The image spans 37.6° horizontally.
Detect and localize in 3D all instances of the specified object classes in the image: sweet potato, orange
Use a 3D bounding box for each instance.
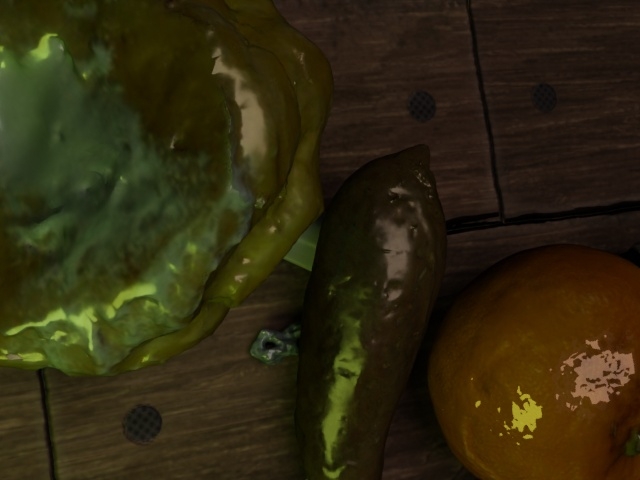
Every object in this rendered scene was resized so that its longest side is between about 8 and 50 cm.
[{"bbox_3d":[0.040,0.115,0.898,0.131,0.130,0.422,6,95,-22],"label":"sweet potato"},{"bbox_3d":[0.232,0.129,0.928,0.261,0.261,0.260,2,84,-23],"label":"orange"}]

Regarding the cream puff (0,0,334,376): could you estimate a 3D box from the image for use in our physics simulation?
[{"bbox_3d":[-0.159,-0.083,0.773,0.379,0.275,0.378,0,88,15],"label":"cream puff"}]

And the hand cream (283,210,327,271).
[{"bbox_3d":[0.000,0.000,0.959,0.255,0.048,0.079,22,82,-22],"label":"hand cream"}]

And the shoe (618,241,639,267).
[{"bbox_3d":[0.371,0.106,1.089,0.106,0.091,0.207,-19,95,-3],"label":"shoe"}]

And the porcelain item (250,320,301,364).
[{"bbox_3d":[-0.031,0.101,0.944,0.083,0.028,0.036,-15,74,-22],"label":"porcelain item"}]
